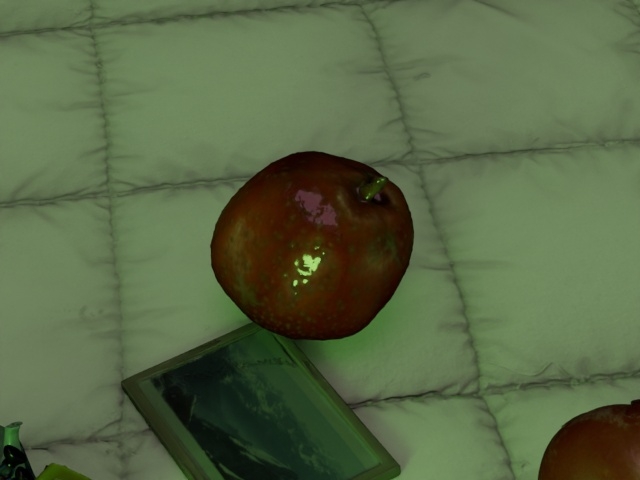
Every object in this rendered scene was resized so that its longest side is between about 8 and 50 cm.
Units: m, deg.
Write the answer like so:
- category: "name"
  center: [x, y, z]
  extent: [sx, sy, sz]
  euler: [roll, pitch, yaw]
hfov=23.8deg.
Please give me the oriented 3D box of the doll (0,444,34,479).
- category: "doll"
  center: [-0.424, 0.320, 1.790]
  extent: [0.195, 0.070, 0.096]
  euler: [-36, 44, 4]

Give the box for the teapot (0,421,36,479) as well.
- category: "teapot"
  center: [-0.442, 0.277, 1.903]
  extent: [0.232, 0.159, 0.159]
  euler: [-6, 34, 37]

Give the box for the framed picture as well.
- category: "framed picture"
  center: [-0.086, 0.249, 2.049]
  extent: [0.247, 0.022, 0.335]
  euler: [-22, 47, -22]

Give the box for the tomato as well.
- category: "tomato"
  center: [0.394, 0.317, 1.803]
  extent: [0.265, 0.265, 0.265]
  euler: [0, 43, 0]

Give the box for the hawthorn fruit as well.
- category: "hawthorn fruit"
  center: [0.000, 0.000, 2.134]
  extent: [0.275, 0.300, 0.275]
  euler: [27, 38, -23]

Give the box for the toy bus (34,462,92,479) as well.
- category: "toy bus"
  center: [-0.341, 0.394, 1.800]
  extent: [0.128, 0.150, 0.262]
  euler: [23, 49, 25]
